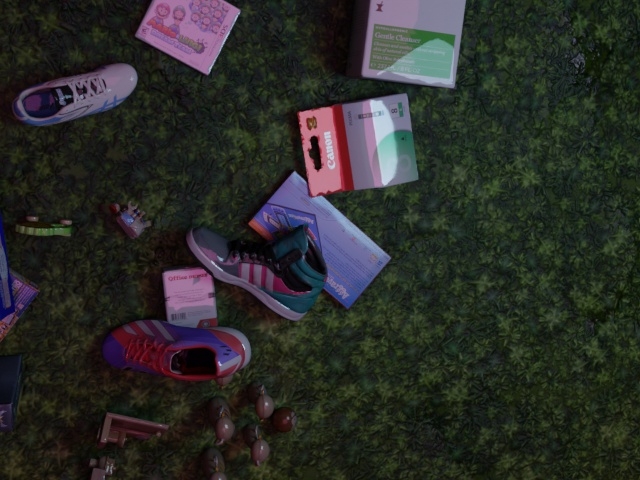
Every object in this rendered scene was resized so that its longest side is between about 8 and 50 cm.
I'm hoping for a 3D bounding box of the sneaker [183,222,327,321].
[{"bbox_3d":[-0.101,0.024,1.753,0.296,0.123,0.178,33,117,-22],"label":"sneaker"}]

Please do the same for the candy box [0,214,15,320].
[{"bbox_3d":[-0.729,0.030,1.594,0.317,0.122,0.268,-8,93,-4],"label":"candy box"}]

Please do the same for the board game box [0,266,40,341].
[{"bbox_3d":[-0.654,0.095,1.702,0.193,0.045,0.146,38,89,-16],"label":"board game box"}]

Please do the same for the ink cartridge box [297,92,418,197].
[{"bbox_3d":[0.078,-0.191,1.812,0.225,0.056,0.180,-14,102,-21],"label":"ink cartridge box"}]

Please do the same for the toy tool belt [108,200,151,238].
[{"bbox_3d":[-0.368,-0.049,1.750,0.051,0.052,0.083,-48,113,-35],"label":"toy tool belt"}]

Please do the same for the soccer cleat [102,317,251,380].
[{"bbox_3d":[-0.294,0.213,1.709,0.318,0.116,0.108,0,101,21],"label":"soccer cleat"}]

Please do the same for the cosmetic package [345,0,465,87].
[{"bbox_3d":[0.172,-0.488,1.747,0.197,0.155,0.365,4,99,-11],"label":"cosmetic package"}]

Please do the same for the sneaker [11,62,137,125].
[{"bbox_3d":[-0.451,-0.268,1.670,0.237,0.086,0.085,-21,102,-11],"label":"sneaker"}]

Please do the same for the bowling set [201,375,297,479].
[{"bbox_3d":[-0.135,0.359,1.813,0.200,0.154,0.286,-1,100,-13],"label":"bowling set"}]

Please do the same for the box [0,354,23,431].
[{"bbox_3d":[-0.643,0.277,1.637,0.184,0.232,0.059,0,105,-13],"label":"box"}]

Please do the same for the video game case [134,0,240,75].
[{"bbox_3d":[-0.253,-0.416,1.726,0.157,0.019,0.143,27,92,-16],"label":"video game case"}]

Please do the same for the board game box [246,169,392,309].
[{"bbox_3d":[0.000,0.000,1.852,0.281,0.027,0.145,42,87,-16],"label":"board game box"}]

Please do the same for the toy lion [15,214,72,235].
[{"bbox_3d":[-0.518,-0.023,1.688,0.100,0.096,0.034,6,98,-15],"label":"toy lion"}]

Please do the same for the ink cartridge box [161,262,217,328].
[{"bbox_3d":[-0.261,0.116,1.793,0.099,0.056,0.135,-6,101,-12],"label":"ink cartridge box"}]

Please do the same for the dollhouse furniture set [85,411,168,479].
[{"bbox_3d":[-0.386,0.441,1.774,0.123,0.144,0.151,15,59,-16],"label":"dollhouse furniture set"}]
